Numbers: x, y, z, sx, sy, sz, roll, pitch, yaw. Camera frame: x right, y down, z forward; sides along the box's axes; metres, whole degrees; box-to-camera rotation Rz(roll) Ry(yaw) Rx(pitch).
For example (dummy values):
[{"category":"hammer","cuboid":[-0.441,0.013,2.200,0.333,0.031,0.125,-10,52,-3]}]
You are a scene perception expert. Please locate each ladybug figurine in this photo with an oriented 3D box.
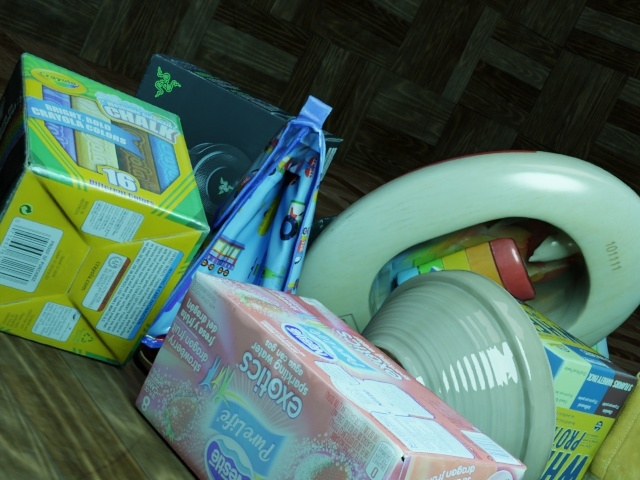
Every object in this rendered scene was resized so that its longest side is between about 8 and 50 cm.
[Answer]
[{"category":"ladybug figurine","cuboid":[0.171,0.028,1.380,0.162,0.449,0.305,-85,157,-58]}]

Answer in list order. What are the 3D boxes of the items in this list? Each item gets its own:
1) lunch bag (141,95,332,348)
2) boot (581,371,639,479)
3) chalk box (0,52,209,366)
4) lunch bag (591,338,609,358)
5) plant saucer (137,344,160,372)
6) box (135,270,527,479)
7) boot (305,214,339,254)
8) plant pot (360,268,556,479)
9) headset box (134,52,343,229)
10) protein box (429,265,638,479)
[{"category":"lunch bag","cuboid":[-0.058,-0.012,1.217,0.138,0.293,0.221,26,4,-3]},{"category":"boot","cuboid":[0.392,0.246,1.322,0.104,0.211,0.295,34,12,34]},{"category":"chalk box","cuboid":[-0.244,-0.049,1.136,0.179,0.180,0.289,21,27,-26]},{"category":"lunch bag","cuboid":[0.285,0.151,1.627,0.219,0.090,0.176,-5,4,34]},{"category":"plant saucer","cuboid":[-0.143,0.129,1.141,0.083,0.013,0.083,25,10,-5]},{"category":"box","cuboid":[-0.004,0.160,0.949,0.154,0.142,0.300,17,13,-43]},{"category":"boot","cuboid":[0.000,0.000,1.756,0.246,0.094,0.207,-5,8,8]},{"category":"plant pot","cuboid":[0.093,0.147,1.064,0.109,0.237,0.237,-2,26,-37]},{"category":"headset box","cuboid":[-0.155,-0.095,1.593,0.283,0.246,0.131,29,9,9]},{"category":"protein box","cuboid":[0.175,0.168,1.199,0.136,0.200,0.201,18,13,-43]}]
